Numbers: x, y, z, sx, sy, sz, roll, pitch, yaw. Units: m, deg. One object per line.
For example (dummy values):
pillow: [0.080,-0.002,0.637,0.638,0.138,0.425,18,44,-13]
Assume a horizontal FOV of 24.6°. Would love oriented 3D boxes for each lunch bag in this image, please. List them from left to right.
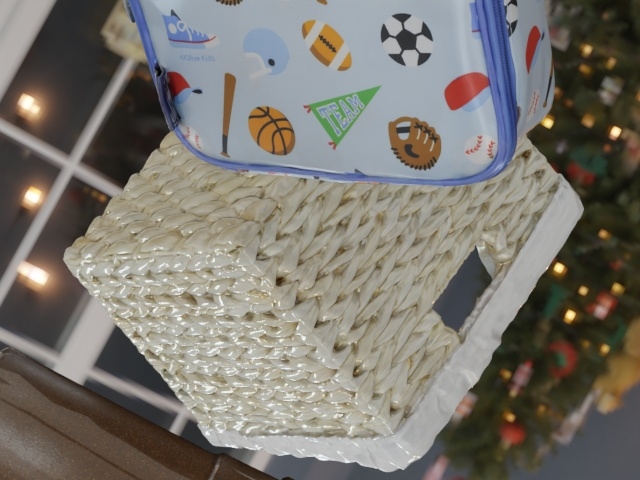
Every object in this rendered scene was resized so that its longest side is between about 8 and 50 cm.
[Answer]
lunch bag: [-0.001,-0.162,0.982,0.303,0.115,0.243,6,126,31]

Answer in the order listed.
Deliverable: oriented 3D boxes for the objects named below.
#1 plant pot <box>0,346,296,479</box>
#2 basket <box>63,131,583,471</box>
plant pot: [-0.125,0.149,0.738,0.165,0.167,0.167,33,177,-4]
basket: [0.000,0.000,1.361,0.331,0.328,0.266,-4,132,53]
